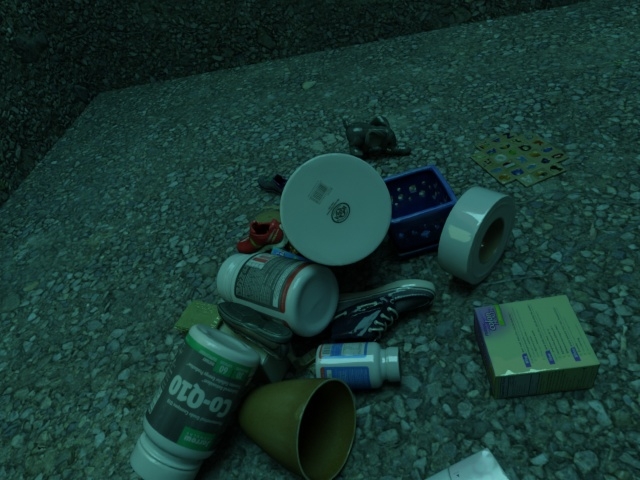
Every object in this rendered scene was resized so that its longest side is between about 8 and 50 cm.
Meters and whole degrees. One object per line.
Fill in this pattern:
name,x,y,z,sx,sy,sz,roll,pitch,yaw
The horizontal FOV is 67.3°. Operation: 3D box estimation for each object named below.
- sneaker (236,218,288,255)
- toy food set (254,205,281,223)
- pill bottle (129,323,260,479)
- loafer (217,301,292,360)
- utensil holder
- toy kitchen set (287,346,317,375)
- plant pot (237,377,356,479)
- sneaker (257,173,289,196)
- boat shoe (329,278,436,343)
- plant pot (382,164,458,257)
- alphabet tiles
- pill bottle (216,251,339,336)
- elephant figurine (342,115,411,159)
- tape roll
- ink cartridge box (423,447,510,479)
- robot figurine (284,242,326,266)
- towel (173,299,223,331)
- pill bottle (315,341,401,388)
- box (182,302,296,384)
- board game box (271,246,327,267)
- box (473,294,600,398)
sneaker,-0.224,-0.023,1.759,0.278,0.118,0.107,-18,39,42
toy food set,-0.193,-0.077,1.894,0.132,0.039,0.192,0,31,7
pill bottle,-0.319,0.417,1.223,0.204,0.204,0.361,23,85,36
loafer,-0.193,0.249,1.324,0.267,0.084,0.096,19,18,36
utensil holder,0.036,-0.083,1.460,0.327,0.328,0.385,-19,3,-2
toy kitchen set,-0.038,0.345,1.386,0.083,0.075,0.068,-35,46,-13
plant pot,-0.079,0.451,1.204,0.254,0.237,0.237,-3,42,37
sneaker,-0.192,-0.257,2.057,0.223,0.098,0.083,25,57,36
boat shoe,0.181,0.227,1.422,0.340,0.127,0.158,-14,48,15
plant pot,0.321,-0.087,1.625,0.235,0.212,0.236,-17,43,1
alphabet tiles,0.772,-0.326,1.883,0.284,0.011,0.343,-22,42,-6
pill bottle,-0.140,0.148,1.458,0.362,0.210,0.210,10,48,41
elephant figurine,0.241,-0.445,2.048,0.239,0.186,0.170,-12,76,24
tape roll,0.474,-0.015,1.449,0.100,0.286,0.286,26,57,38
ink cartridge box,0.342,0.591,1.020,0.188,0.066,0.232,-23,38,-7
robot figurine,0.000,0.000,1.733,0.290,0.085,0.211,-24,42,-7
towel,-0.354,0.233,1.432,0.148,0.027,0.110,6,47,25
pill bottle,0.106,0.341,1.309,0.221,0.124,0.124,-4,44,13
box,-0.243,0.309,1.442,0.310,0.148,0.121,12,51,30
board game box,-0.099,0.126,1.609,0.210,0.047,0.160,18,83,33
box,0.544,0.274,1.243,0.242,0.117,0.214,-9,43,7
